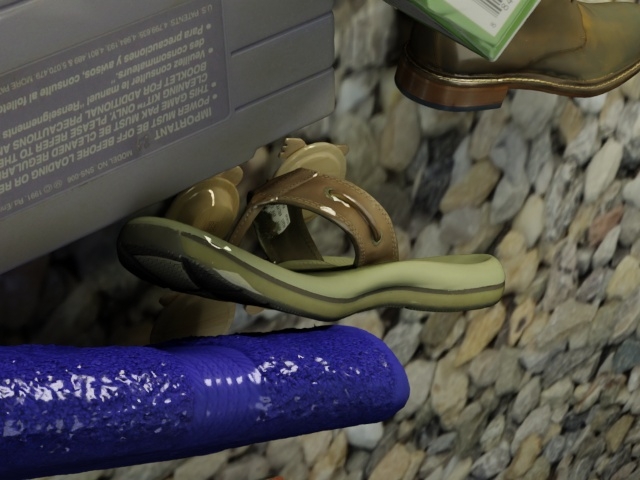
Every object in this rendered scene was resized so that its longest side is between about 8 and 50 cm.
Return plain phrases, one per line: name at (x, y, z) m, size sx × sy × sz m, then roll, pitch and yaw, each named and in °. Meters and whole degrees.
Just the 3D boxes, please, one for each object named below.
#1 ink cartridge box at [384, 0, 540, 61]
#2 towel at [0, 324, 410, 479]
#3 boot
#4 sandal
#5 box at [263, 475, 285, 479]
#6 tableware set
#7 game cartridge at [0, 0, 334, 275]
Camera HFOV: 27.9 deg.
ink cartridge box at (0.065, -0.172, 0.671) m, size 0.062 × 0.209 × 0.109 m, roll 33°, pitch 99°, yaw -21°
towel at (-0.134, 0.085, 0.688) m, size 0.308 × 0.076 × 0.228 m, roll 1°, pitch 165°, yaw -43°
boot at (0.154, -0.153, 0.835) m, size 0.219 × 0.082 × 0.106 m, roll -17°, pitch 137°, yaw -32°
sandal at (0.000, 0.000, 0.790) m, size 0.303 × 0.120 × 0.086 m, roll 3°, pitch 94°, yaw -48°
box at (-0.070, 0.268, 0.968) m, size 0.171 × 0.130 × 0.091 m, roll -9°, pitch 129°, yaw -40°
tableware set at (-0.048, 0.007, 0.838) m, size 0.141 × 0.020 × 0.168 m, roll -17°, pitch 134°, yaw -34°
game cartridge at (-0.148, -0.090, 0.616) m, size 0.355 × 0.068 × 0.230 m, roll -27°, pitch 143°, yaw -25°
